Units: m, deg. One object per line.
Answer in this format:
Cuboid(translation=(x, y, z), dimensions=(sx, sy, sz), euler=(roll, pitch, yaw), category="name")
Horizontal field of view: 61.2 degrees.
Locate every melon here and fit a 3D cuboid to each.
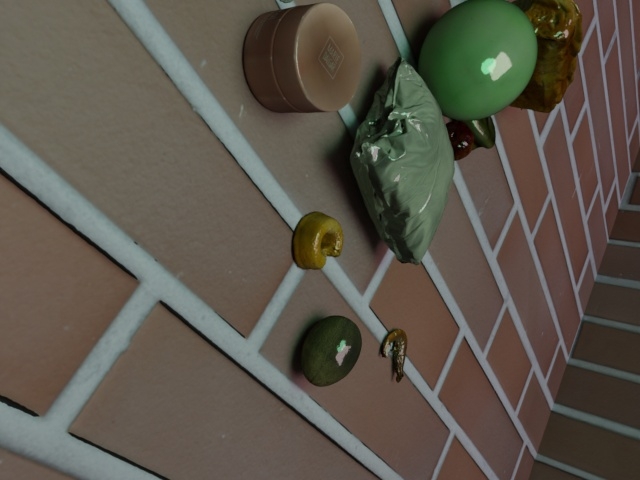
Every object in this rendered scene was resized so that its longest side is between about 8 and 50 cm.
Cuboid(translation=(0.018, 0.192, 0.945), dimensions=(0.130, 0.098, 0.098), euler=(-54, 134, -24), category="melon")

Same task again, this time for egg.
Cuboid(translation=(0.308, -0.356, 1.075), dimensions=(0.269, 0.221, 0.220), euler=(-55, 135, -25), category="egg")

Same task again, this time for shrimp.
Cuboid(translation=(0.163, 0.258, 1.190), dimensions=(0.091, 0.025, 0.126), euler=(-13, 104, -48), category="shrimp")

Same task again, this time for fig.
Cuboid(translation=(0.304, -0.213, 1.224), dimensions=(0.125, 0.089, 0.088), euler=(35, 70, -70), category="fig")

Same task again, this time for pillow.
Cuboid(translation=(0.163, -0.152, 1.018), dimensions=(0.309, 0.139, 0.283), euler=(58, 46, -42), category="pillow")

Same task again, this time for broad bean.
Cuboid(translation=(0.368, -0.319, 1.287), dimensions=(0.153, 0.073, 0.206), euler=(7, 80, -54), category="broad bean")

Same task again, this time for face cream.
Cuboid(translation=(-0.024, -0.262, 0.789), dimensions=(0.149, 0.104, 0.149), euler=(-15, 109, -48), category="face cream")

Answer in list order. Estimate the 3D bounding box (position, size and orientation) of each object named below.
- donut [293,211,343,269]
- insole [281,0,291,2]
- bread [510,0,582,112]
Cuboid(translation=(0.000, 0.000, 0.927), dimensions=(0.108, 0.043, 0.097), euler=(-41, 128, -43), category="donut")
Cuboid(translation=(-0.076, -0.457, 0.764), dimensions=(0.080, 0.003, 0.231), euler=(-41, 127, -37), category="insole")
Cuboid(translation=(0.504, -0.443, 1.274), dimensions=(0.148, 0.195, 0.344), euler=(-66, 156, -9), category="bread")
